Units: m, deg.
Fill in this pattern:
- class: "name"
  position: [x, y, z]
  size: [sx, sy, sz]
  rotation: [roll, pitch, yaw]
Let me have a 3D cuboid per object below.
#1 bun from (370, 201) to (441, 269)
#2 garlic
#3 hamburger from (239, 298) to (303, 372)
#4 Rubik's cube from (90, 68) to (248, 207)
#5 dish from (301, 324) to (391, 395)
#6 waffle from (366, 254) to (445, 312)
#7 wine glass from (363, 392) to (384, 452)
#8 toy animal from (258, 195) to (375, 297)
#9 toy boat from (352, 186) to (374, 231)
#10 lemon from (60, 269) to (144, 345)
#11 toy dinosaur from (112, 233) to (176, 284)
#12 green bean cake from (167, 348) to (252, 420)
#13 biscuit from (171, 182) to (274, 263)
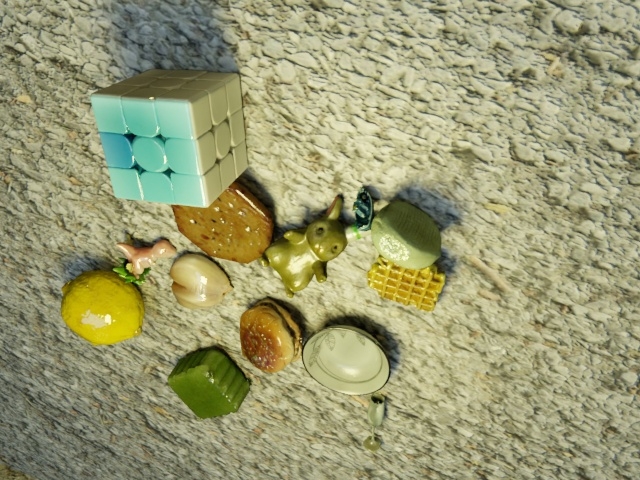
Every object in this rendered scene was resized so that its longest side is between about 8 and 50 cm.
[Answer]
- class: "bun"
  position: [0.228, -0.006, 1.420]
  size: [0.221, 0.221, 0.108]
  rotation: [32, 125, -2]
- class: "garlic"
  position: [-0.430, 0.154, 1.815]
  size: [0.227, 0.110, 0.218]
  rotation: [2, 117, 19]
- class: "hamburger"
  position: [-0.181, 0.334, 1.797]
  size: [0.286, 0.146, 0.243]
  rotation: [-34, 85, 50]
- class: "Rubik's cube"
  position: [-0.393, -0.288, 1.420]
  size: [0.291, 0.291, 0.291]
  rotation: [8, 122, 14]
- class: "dish"
  position: [0.095, 0.387, 1.775]
  size: [0.316, 0.106, 0.317]
  rotation: [8, 124, 12]
- class: "waffle"
  position: [0.251, 0.112, 1.537]
  size: [0.229, 0.057, 0.219]
  rotation: [16, 144, 8]
- class: "wine glass"
  position: [0.203, 0.672, 1.931]
  size: [0.074, 0.074, 0.263]
  rotation: [10, 122, 13]
- class: "toy animal"
  position: [-0.011, 0.011, 1.536]
  size: [0.362, 0.180, 0.181]
  rotation: [-34, 100, 30]
- class: "toy boat"
  position: [0.119, -0.089, 1.461]
  size: [0.060, 0.137, 0.060]
  rotation: [-18, 142, 36]
- class: "lemon"
  position: [-0.790, 0.247, 1.907]
  size: [0.322, 0.268, 0.268]
  rotation: [41, 124, -11]
- class: "toy dinosaur"
  position: [-0.621, 0.060, 1.806]
  size: [0.194, 0.152, 0.177]
  rotation: [28, 117, -7]
- class: "green bean cake"
  position: [-0.433, 0.556, 2.028]
  size: [0.246, 0.156, 0.250]
  rotation: [-23, 111, 30]
- class: "biscuit"
  position: [-0.305, -0.059, 1.638]
  size: [0.358, 0.046, 0.359]
  rotation: [11, 138, 10]
